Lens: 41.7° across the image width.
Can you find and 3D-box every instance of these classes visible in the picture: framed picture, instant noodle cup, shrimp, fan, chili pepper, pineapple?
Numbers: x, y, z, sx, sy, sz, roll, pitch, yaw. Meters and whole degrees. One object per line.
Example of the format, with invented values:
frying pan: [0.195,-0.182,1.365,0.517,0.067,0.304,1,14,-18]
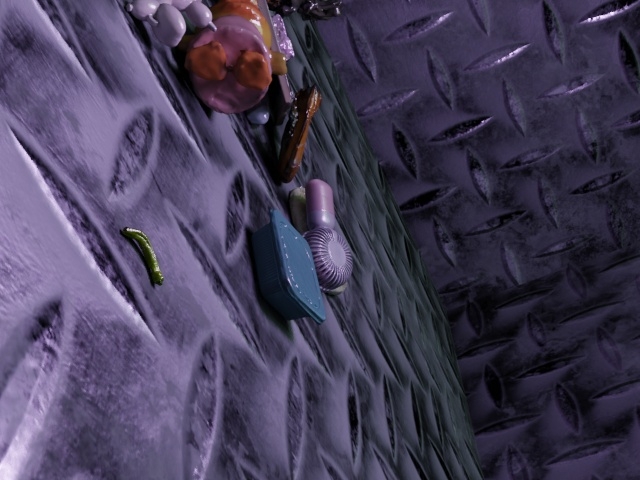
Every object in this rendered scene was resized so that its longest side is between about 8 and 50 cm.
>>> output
framed picture: [-0.108,-0.378,1.806,0.315,0.024,0.232,165,-91,-82]
instant noodle cup: [-0.061,0.053,1.442,0.157,0.070,0.179,51,22,-53]
shrimp: [-0.041,-0.265,1.797,0.222,0.054,0.290,112,-9,-46]
fan: [0.002,-0.013,1.730,0.130,0.074,0.244,23,53,-44]
chili pepper: [-0.205,0.016,0.989,0.030,0.017,0.083,-76,144,-67]
pineapple: [-0.095,-0.563,1.880,0.310,0.170,0.141,16,69,-23]

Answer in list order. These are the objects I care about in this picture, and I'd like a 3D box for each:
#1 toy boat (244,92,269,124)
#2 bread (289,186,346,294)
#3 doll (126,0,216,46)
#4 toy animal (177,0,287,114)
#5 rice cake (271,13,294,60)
toy boat: [-0.148,-0.357,1.726,0.155,0.085,0.227,40,31,-65]
bread: [0.000,0.000,1.875,0.267,0.040,0.267,-22,90,-78]
doll: [-0.239,-0.374,1.331,0.161,0.059,0.160,8,51,-39]
toy animal: [-0.156,-0.340,1.498,0.281,0.195,0.169,-92,-163,-48]
rice cake: [-0.113,-0.462,1.982,0.298,0.050,0.106,-137,-157,-77]
